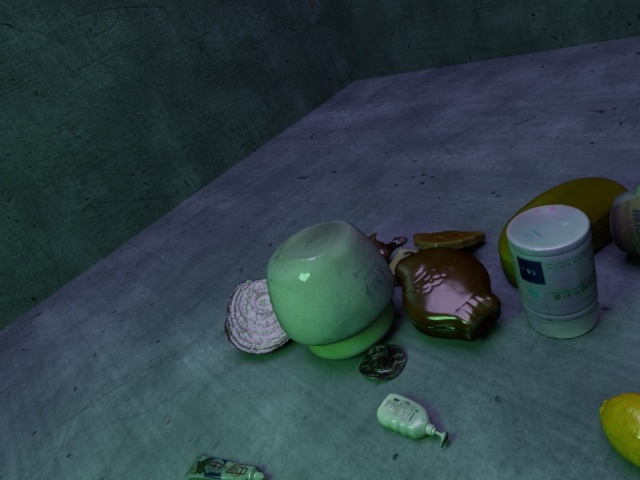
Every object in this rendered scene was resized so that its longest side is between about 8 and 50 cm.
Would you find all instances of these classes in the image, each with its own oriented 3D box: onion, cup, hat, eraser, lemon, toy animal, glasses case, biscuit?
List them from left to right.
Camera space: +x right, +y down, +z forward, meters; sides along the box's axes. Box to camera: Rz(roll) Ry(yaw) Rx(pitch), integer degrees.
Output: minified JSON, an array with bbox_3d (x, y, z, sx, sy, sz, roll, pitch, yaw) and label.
[{"bbox_3d":[-0.157,0.238,1.349,0.250,0.111,0.247,-7,56,12],"label":"onion"},{"bbox_3d":[0.183,0.025,1.428,0.179,0.089,0.188,-30,17,-1],"label":"toy animal"},{"bbox_3d":[0.146,0.285,1.077,0.121,0.050,0.121,-18,29,10],"label":"hat"},{"bbox_3d":[0.289,0.078,1.283,0.172,0.058,0.117,2,40,40],"label":"eraser"},{"bbox_3d":[0.358,0.006,1.278,0.212,0.041,0.238,0,11,27],"label":"biscuit"},{"bbox_3d":[0.607,-0.037,1.131,0.371,0.141,0.173,-33,29,-12],"label":"glasses case"},{"bbox_3d":[0.516,0.301,0.699,0.114,0.114,0.155,-30,18,-6],"label":"lemon"},{"bbox_3d":[0.761,-0.075,0.927,0.227,0.301,0.257,-41,24,-32],"label":"cup"}]

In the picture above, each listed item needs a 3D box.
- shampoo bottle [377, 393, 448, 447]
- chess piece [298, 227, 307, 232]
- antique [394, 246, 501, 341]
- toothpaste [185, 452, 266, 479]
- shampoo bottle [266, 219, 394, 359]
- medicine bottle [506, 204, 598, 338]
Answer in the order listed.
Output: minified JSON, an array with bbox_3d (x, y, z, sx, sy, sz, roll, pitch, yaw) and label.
[{"bbox_3d":[0.194,0.370,0.909,0.152,0.045,0.077,7,41,47],"label":"shampoo bottle"},{"bbox_3d":[-0.076,0.025,1.662,0.060,0.060,0.172,-12,35,24],"label":"chess piece"},{"bbox_3d":[0.305,0.132,1.088,0.223,0.129,0.278,-41,42,-14],"label":"antique"},{"bbox_3d":[-0.216,0.521,1.002,0.233,0.038,0.060,-10,31,31],"label":"toothpaste"},{"bbox_3d":[0.024,0.119,1.153,0.322,0.317,0.322,-25,21,10],"label":"shampoo bottle"},{"bbox_3d":[0.493,0.069,0.936,0.152,0.254,0.152,-20,30,12],"label":"medicine bottle"}]
